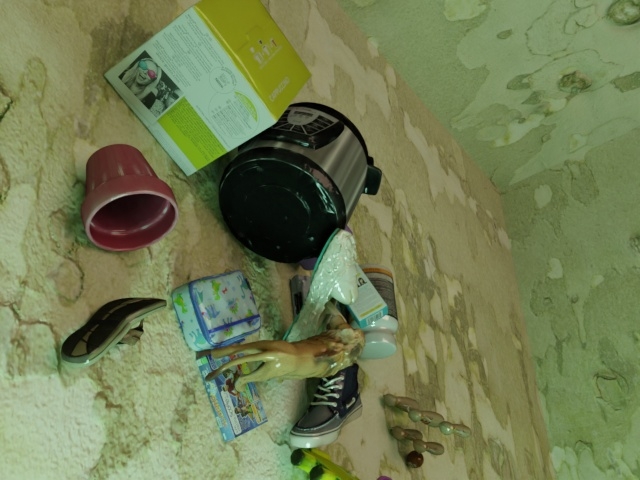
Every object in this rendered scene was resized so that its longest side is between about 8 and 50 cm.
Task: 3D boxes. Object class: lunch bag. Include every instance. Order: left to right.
[{"bbox_3d":[-0.245,0.172,1.653,0.219,0.090,0.176,-8,77,-58],"label":"lunch bag"}]

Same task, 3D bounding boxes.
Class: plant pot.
[{"bbox_3d":[-0.429,-0.104,1.486,0.201,0.201,0.180,21,36,-50],"label":"plant pot"}]

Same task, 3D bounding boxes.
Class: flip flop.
[{"bbox_3d":[-0.412,0.188,1.375,0.277,0.112,0.080,-52,138,-60],"label":"flip flop"}]

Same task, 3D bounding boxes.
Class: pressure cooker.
[{"bbox_3d":[-0.061,-0.186,1.928,0.370,0.376,0.420,51,36,-18],"label":"pressure cooker"}]

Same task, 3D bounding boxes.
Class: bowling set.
[{"bbox_3d":[0.305,0.612,2.108,0.154,0.287,0.199,24,82,-40],"label":"bowling set"}]

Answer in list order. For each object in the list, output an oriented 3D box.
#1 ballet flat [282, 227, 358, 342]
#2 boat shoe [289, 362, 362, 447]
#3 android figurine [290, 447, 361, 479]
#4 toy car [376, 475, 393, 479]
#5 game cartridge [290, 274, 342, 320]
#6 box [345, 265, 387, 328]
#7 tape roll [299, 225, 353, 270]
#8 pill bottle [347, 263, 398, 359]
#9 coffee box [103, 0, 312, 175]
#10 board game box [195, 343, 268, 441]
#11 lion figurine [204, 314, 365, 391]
[{"bbox_3d":[0.027,0.163,1.796,0.147,0.408,0.147,21,23,-9],"label":"ballet flat"},{"bbox_3d":[0.013,0.423,1.799,0.340,0.127,0.158,-10,98,-68],"label":"boat shoe"},{"bbox_3d":[0.051,0.597,1.692,0.273,0.248,0.056,36,81,-36],"label":"android figurine"},{"bbox_3d":[0.175,0.706,1.824,0.159,0.182,0.136,8,56,-39],"label":"toy car"},{"bbox_3d":[0.002,0.259,2.011,0.196,0.060,0.294,23,50,-45],"label":"game cartridge"},{"bbox_3d":[0.103,0.148,2.107,0.244,0.101,0.060,56,-12,33],"label":"box"},{"bbox_3d":[0.000,0.000,2.063,0.080,0.189,0.189,54,31,-22],"label":"tape roll"},{"bbox_3d":[0.165,0.228,2.179,0.162,0.162,0.278,34,42,-41],"label":"pill bottle"},{"bbox_3d":[-0.280,-0.440,1.808,0.338,0.334,0.337,53,32,-19],"label":"coffee box"},{"bbox_3d":[-0.209,0.359,1.619,0.136,0.035,0.201,-6,73,-59],"label":"board game box"},{"bbox_3d":[-0.068,0.279,1.614,0.392,0.240,0.142,-5,80,-59],"label":"lion figurine"}]
